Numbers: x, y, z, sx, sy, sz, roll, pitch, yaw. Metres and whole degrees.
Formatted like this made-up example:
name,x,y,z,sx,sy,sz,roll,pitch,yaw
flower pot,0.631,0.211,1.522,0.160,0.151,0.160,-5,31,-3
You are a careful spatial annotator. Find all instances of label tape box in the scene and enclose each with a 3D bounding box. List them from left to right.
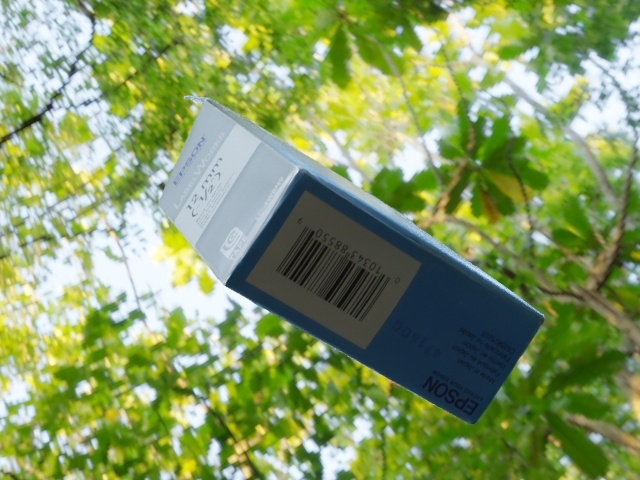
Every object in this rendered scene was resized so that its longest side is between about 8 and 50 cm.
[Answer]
name,x,y,z,sx,sy,sz,roll,pitch,yaw
label tape box,0.000,0.000,1.120,0.249,0.347,0.115,30,-87,-24
